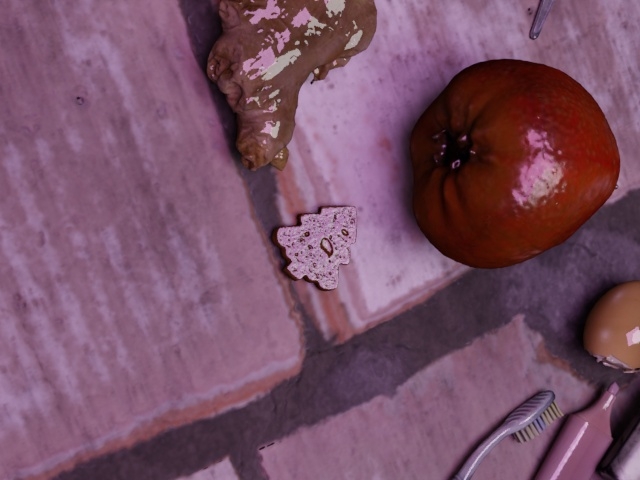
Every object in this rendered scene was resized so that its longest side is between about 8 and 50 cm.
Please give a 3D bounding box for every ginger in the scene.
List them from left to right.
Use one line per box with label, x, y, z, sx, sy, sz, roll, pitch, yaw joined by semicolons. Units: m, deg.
ginger;-0.039;-0.176;1.293;0.137;0.074;0.213;35;87;-18

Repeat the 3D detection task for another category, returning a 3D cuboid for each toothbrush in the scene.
toothbrush;0.097;0.273;1.391;0.375;0.028;0.037;-39;112;-14

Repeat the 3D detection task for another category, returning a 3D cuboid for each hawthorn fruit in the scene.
hawthorn fruit;0.198;-0.068;1.329;0.225;0.196;0.197;6;91;-36

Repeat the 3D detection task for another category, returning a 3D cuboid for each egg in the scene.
egg;0.309;0.085;1.428;0.080;0.080;0.096;27;87;-19

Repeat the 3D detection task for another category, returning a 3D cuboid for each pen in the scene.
pen;0.251;0.229;1.443;0.053;0.032;0.197;34;84;-18

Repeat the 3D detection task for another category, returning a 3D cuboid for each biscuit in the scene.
biscuit;0.000;0.000;1.345;0.082;0.016;0.092;42;78;-12

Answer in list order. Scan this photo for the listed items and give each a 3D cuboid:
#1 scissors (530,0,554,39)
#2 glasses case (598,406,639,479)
scissors;0.246;-0.288;1.418;0.100;0.015;0.189;23;86;-22
glasses case;0.402;0.144;1.473;0.114;0.060;0.299;42;79;-31
